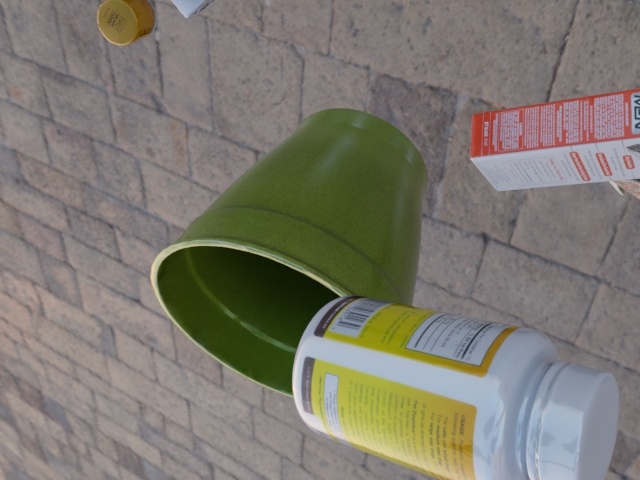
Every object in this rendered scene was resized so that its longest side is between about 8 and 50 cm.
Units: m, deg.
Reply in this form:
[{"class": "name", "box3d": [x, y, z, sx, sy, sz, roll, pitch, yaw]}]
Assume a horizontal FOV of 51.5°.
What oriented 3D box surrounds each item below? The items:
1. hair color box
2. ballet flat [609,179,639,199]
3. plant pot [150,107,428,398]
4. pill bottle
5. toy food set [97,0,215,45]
[{"class": "hair color box", "box3d": [0.238, -0.092, 0.629, 0.167, 0.053, 0.093, -2, 162, 31]}, {"class": "ballet flat", "box3d": [0.458, -0.091, 0.929, 0.108, 0.316, 0.106, -29, 130, 4]}, {"class": "plant pot", "box3d": [0.000, 0.000, 0.994, 0.367, 0.353, 0.366, 18, 143, 14]}, {"class": "pill bottle", "box3d": [0.092, 0.112, 0.482, 0.215, 0.117, 0.117, 8, 128, 39]}, {"class": "toy food set", "box3d": [-0.096, -0.263, 0.545, 0.232, 0.104, 0.111, -34, 102, 29]}]
